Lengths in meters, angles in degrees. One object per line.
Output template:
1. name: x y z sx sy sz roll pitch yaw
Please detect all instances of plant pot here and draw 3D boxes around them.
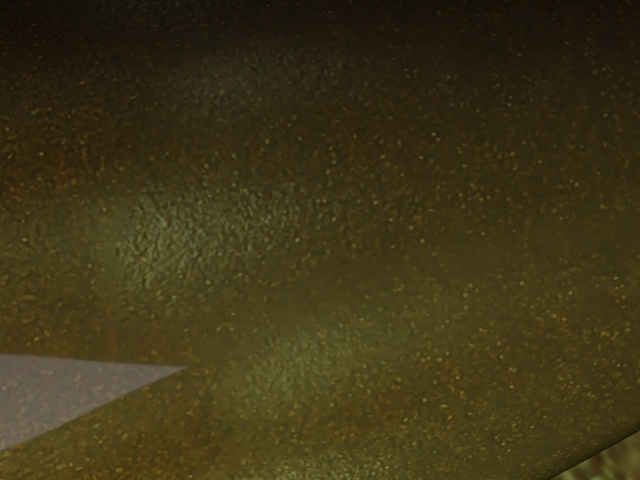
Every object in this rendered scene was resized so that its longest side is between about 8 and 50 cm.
1. plant pot: 0.000 0.000 0.536 0.230 0.215 0.215 -13 114 11
